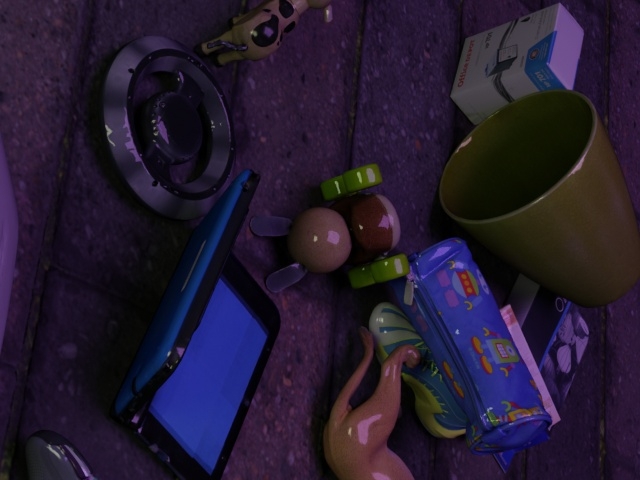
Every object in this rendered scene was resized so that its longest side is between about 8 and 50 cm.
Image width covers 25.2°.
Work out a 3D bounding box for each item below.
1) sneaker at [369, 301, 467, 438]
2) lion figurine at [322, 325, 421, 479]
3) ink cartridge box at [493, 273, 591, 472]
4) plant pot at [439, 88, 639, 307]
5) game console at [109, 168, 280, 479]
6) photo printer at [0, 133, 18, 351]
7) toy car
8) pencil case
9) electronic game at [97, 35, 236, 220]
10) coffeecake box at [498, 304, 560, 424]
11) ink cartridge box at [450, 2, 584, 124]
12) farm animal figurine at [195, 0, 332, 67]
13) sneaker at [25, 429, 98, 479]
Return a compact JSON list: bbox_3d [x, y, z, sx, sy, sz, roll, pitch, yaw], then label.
[{"bbox_3d":[0.170,0.177,2.027,0.240,0.126,0.091,56,42,-25],"label":"sneaker"},{"bbox_3d":[0.087,0.326,1.896,0.240,0.142,0.392,-30,89,-44],"label":"lion figurine"},{"bbox_3d":[0.335,0.198,2.288,0.165,0.065,0.333,57,42,-24],"label":"ink cartridge box"},{"bbox_3d":[0.378,-0.037,2.231,0.293,0.274,0.275,48,45,-30],"label":"plant pot"},{"bbox_3d":[-0.108,0.110,1.667,0.173,0.250,0.293,29,52,-12],"label":"game console"},{"bbox_3d":[-0.346,0.019,1.290,0.107,0.307,0.256,6,66,-4],"label":"photo printer"},{"bbox_3d":[0.000,0.000,1.900,0.188,0.149,0.155,-17,89,-24],"label":"toy car"},{"bbox_3d":[0.197,0.141,1.936,0.133,0.119,0.306,1,58,-50],"label":"pencil case"},{"bbox_3d":[-0.182,-0.136,1.737,0.229,0.048,0.229,19,65,-48],"label":"electronic game"},{"bbox_3d":[0.249,0.196,2.087,0.068,0.142,0.186,-27,95,-30],"label":"coffeecake box"},{"bbox_3d":[0.317,-0.283,2.305,0.082,0.190,0.140,43,48,-34],"label":"ink cartridge box"},{"bbox_3d":[-0.041,-0.390,1.894,0.326,0.172,0.330,0,79,-52],"label":"farm animal figurine"},{"bbox_3d":[-0.268,0.310,1.466,0.098,0.083,0.224,-28,102,-47],"label":"sneaker"}]
